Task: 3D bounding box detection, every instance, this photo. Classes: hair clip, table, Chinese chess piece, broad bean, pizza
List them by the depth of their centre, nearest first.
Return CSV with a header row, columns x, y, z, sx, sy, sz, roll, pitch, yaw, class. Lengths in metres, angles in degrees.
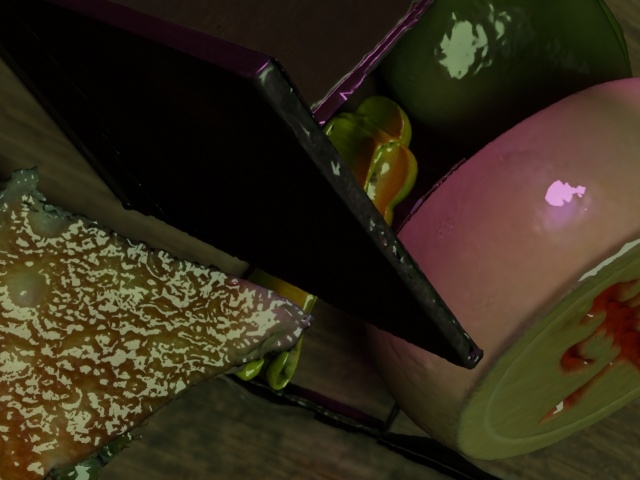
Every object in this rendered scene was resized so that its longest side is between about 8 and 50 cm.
x,y,z,sx,sy,sz,roll,pitch,yaw,class
0.013,-0.127,0.800,0.250,0.282,0.196,-46,129,-15,table
-0.100,0.045,0.914,0.195,0.052,0.185,-4,110,-19,pizza
0.000,0.000,0.976,0.046,0.072,0.173,28,92,-51,hair clip
0.146,0.022,1.014,0.251,0.097,0.251,-27,151,-16,Chinese chess piece
0.116,-0.104,1.020,0.174,0.082,0.124,30,84,-41,broad bean
